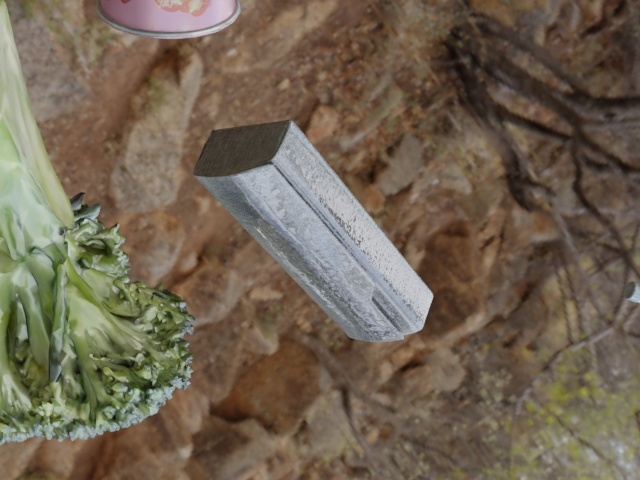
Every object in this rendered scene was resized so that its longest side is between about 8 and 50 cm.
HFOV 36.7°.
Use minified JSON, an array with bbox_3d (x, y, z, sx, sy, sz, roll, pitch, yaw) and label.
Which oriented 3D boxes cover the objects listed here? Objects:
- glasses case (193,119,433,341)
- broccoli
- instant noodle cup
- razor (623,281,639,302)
[{"bbox_3d":[0.000,0.000,0.674,0.071,0.205,0.047,-3,-127,37],"label":"glasses case"},{"bbox_3d":[-0.213,-0.001,0.674,0.221,0.252,0.361,-5,152,-1],"label":"broccoli"},{"bbox_3d":[-0.245,-0.479,1.552,0.243,0.243,0.231,-33,141,-39],"label":"instant noodle cup"},{"bbox_3d":[0.505,0.107,1.285,0.106,0.232,0.068,158,-48,-73],"label":"razor"}]
